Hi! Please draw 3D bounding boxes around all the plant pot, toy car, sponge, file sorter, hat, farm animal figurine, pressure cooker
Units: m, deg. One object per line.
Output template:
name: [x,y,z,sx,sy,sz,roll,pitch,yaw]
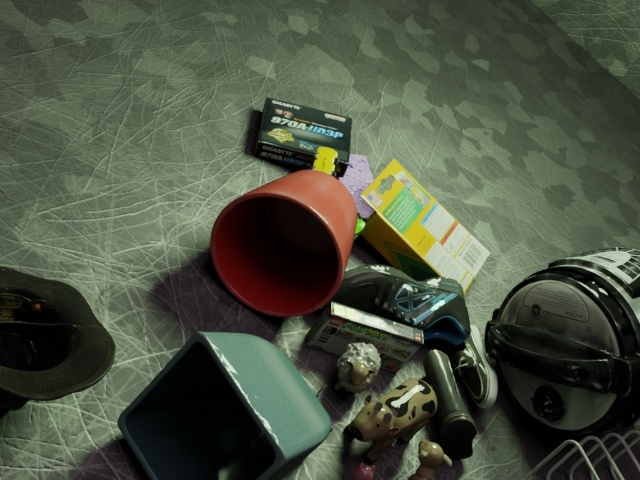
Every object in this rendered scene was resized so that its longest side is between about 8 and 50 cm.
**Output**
plant pot: [-0.050,-0.014,1.945,0.275,0.275,0.243,37,30,2]
toy car: [0.003,-0.080,2.135,0.225,0.053,0.239,42,61,18]
sponge: [0.080,-0.124,2.290,0.117,0.031,0.210,6,48,-29]
file sorter: [0.580,0.493,1.916,0.278,0.193,0.173,1,49,-33]
hat: [-0.500,0.179,1.540,0.331,0.134,0.331,22,24,-10]
plant pot: [-0.130,0.305,1.596,0.247,0.248,0.252,52,26,19]
farm animal figurine: [0.125,0.356,1.755,0.330,0.172,0.327,40,41,6]
pressure cooker: [0.582,0.223,2.038,0.420,0.370,0.375,-8,61,-37]

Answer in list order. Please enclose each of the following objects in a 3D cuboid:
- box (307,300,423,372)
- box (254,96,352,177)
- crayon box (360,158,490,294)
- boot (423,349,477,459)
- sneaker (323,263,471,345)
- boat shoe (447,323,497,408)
box: [0.090,0.197,1.929,0.207,0.114,0.036,20,43,-18]
box: [-0.038,-0.247,2.285,0.220,0.051,0.175,14,45,-7]
crayon box: [0.224,-0.014,2.212,0.323,0.083,0.203,45,41,-2]
boot: [0.254,0.309,1.901,0.076,0.189,0.208,-5,56,1]
sneaker: [0.165,0.140,2.002,0.341,0.125,0.139,4,46,-20]
boat shoe: [0.314,0.265,2.047,0.070,0.078,0.219,14,37,-23]
